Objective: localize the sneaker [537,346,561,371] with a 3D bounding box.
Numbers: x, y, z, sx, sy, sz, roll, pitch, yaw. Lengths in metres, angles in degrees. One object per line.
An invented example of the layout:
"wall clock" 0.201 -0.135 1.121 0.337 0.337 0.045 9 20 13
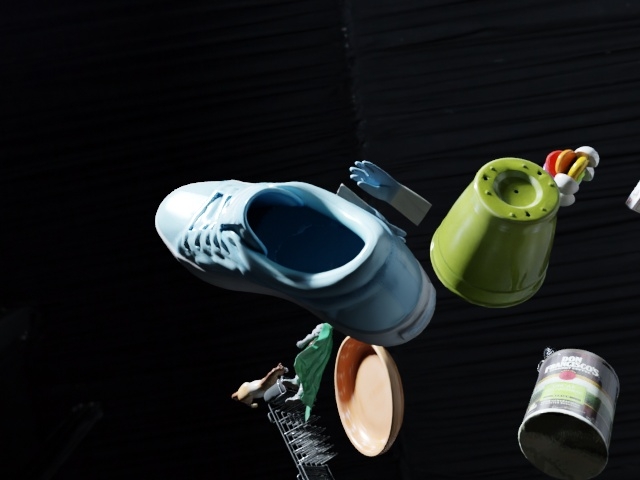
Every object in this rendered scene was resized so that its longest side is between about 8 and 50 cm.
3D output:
"sneaker" 0.670 0.360 1.813 0.078 0.067 0.188 42 -151 -5

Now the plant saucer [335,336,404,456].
"plant saucer" 0.082 0.252 1.040 0.200 0.037 0.199 179 90 -65

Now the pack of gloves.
"pack of gloves" 0.145 -0.086 1.638 0.046 0.232 0.195 -45 -12 -45

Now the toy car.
"toy car" 0.743 -0.207 1.905 0.136 0.159 0.182 35 168 24

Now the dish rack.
"dish rack" -0.030 0.462 1.471 0.271 0.074 0.208 61 -172 26

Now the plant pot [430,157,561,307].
"plant pot" 0.538 -0.044 1.856 0.353 0.367 0.366 93 172 -56

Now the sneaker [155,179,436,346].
"sneaker" -0.057 -0.019 0.643 0.135 0.366 0.150 -59 -37 -21

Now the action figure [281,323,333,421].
"action figure" -0.016 0.244 1.307 0.232 0.064 0.137 -55 -35 -58

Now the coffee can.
"coffee can" 0.630 0.431 1.580 0.275 0.202 0.201 -40 -53 -53

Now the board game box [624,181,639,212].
"board game box" 1.026 -0.185 1.752 0.053 0.193 0.305 -88 22 -66

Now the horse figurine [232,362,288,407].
"horse figurine" -0.203 0.511 2.151 0.174 0.263 0.066 45 -153 -55
